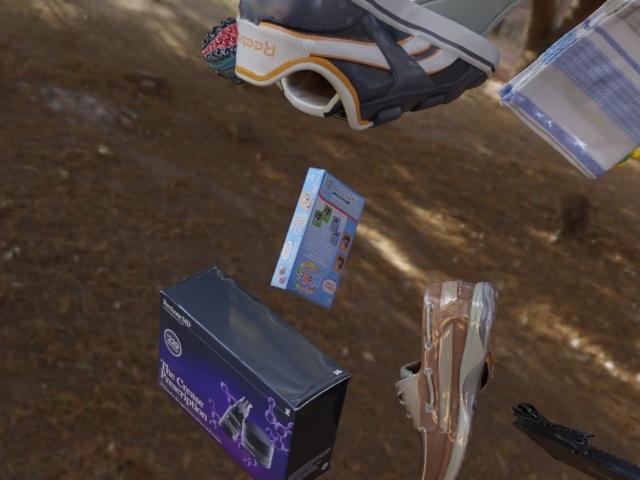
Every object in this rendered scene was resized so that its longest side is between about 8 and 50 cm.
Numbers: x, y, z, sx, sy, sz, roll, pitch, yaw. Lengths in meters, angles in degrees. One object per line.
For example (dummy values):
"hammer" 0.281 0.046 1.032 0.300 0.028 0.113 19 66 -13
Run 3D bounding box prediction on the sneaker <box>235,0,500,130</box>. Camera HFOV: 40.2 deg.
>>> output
"sneaker" 0.041 -0.165 0.787 0.126 0.127 0.321 30 14 39

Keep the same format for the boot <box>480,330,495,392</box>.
"boot" 0.238 0.206 1.380 0.073 0.197 0.152 1 33 8

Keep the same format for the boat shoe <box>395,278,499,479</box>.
"boat shoe" 0.167 0.207 1.230 0.116 0.324 0.123 12 7 12

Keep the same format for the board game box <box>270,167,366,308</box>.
"board game box" 0.000 0.000 1.522 0.039 0.212 0.160 12 -10 32

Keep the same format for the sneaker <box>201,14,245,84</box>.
"sneaker" -0.063 -0.342 1.483 0.261 0.104 0.125 -15 -28 13

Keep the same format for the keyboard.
"keyboard" 0.395 0.313 1.283 0.201 0.033 0.317 40 -12 -23

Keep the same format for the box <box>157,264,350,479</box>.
"box" -0.097 0.183 1.147 0.261 0.184 0.103 35 41 31

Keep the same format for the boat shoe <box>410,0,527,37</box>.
"boat shoe" 0.157 -0.286 1.016 0.114 0.302 0.091 51 12 -43

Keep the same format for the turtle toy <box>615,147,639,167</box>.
"turtle toy" 0.562 -0.182 1.712 0.066 0.095 0.130 -24 -6 -27

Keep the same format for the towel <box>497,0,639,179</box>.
"towel" 0.397 -0.212 1.113 0.209 0.285 0.034 35 32 -26
